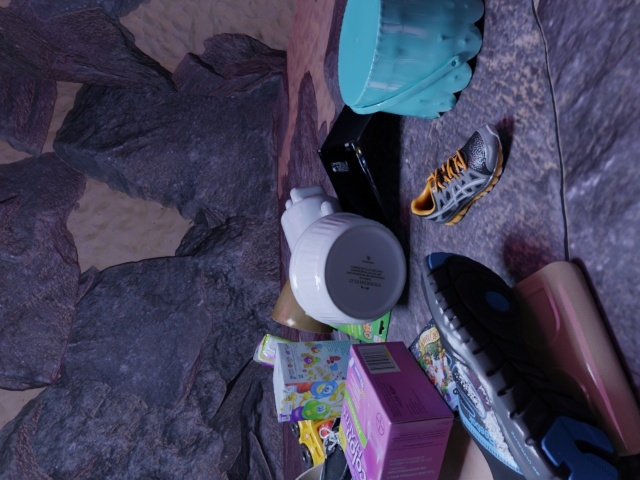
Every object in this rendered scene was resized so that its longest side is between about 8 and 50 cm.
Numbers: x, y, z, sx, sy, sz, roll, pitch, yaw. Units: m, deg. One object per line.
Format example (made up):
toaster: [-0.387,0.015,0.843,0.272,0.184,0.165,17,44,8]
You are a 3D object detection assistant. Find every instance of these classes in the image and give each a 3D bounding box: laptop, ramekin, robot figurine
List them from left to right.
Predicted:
robot figurine: [0.000,0.000,1.309,0.300,0.199,0.354,117,136,-61]
ramekin: [0.075,0.067,0.962,0.127,0.272,0.273,179,92,-65]
laptop: [0.152,-0.255,1.163,0.408,0.236,0.382,65,173,-14]

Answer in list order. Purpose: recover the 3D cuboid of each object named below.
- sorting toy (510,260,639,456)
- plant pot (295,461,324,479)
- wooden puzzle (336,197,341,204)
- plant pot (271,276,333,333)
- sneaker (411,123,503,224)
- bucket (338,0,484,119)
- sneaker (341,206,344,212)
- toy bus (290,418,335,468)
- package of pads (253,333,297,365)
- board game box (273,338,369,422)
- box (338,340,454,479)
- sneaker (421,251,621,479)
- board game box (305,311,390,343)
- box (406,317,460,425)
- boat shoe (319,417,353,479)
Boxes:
sorting toy: [0.285,0.207,0.524,0.229,0.041,0.307,121,148,-57]
plant pot: [0.067,0.731,1.020,0.256,0.256,0.274,160,92,-76]
wooden puzzle: [0.066,-0.141,1.419,0.116,0.014,0.078,-54,18,14]
plant pot: [-0.041,0.188,1.559,0.237,0.237,0.254,-169,92,-77]
sneaker: [0.224,-0.100,0.698,0.215,0.083,0.084,109,159,-49]
bucket: [0.152,-0.371,0.803,0.281,0.183,0.281,-179,90,-77]
sneaker: [0.025,-0.020,1.460,0.083,0.118,0.222,-143,56,-74]
toy bus: [0.008,0.602,1.342,0.220,0.149,0.211,59,149,33]
package of pads: [-0.090,0.441,1.545,0.229,0.296,0.101,125,164,-67]
board game box: [0.025,0.359,1.087,0.144,0.275,0.142,-112,26,-58]
box: [0.128,0.356,0.799,0.213,0.117,0.243,-121,33,-64]
sneaker: [0.198,0.158,0.530,0.341,0.125,0.140,-103,22,-45]
board game box: [0.073,0.190,1.144,0.259,0.039,0.124,20,114,34]
box: [0.219,0.246,0.770,0.233,0.044,0.159,106,159,-49]
boat shoe: [0.058,0.512,1.054,0.105,0.113,0.306,65,-150,-12]
